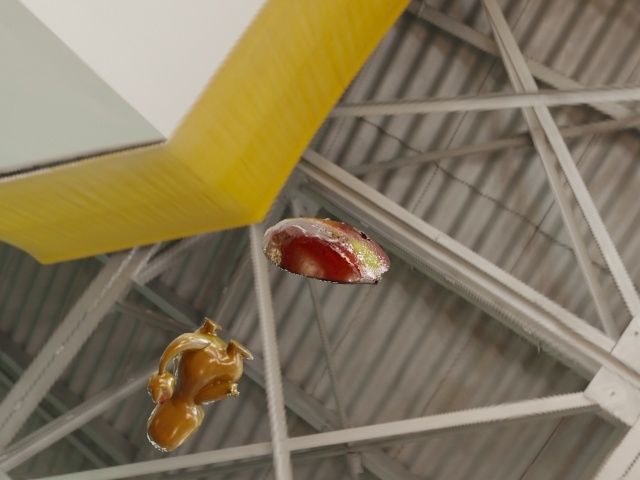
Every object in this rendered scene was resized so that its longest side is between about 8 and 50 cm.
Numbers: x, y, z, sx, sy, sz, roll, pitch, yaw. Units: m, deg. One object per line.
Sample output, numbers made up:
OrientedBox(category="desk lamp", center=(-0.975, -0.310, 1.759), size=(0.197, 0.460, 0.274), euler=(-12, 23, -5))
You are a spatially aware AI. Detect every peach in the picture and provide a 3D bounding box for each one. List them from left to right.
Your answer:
OrientedBox(category="peach", center=(0.001, -0.003, 1.316), size=(0.279, 0.189, 0.068), euler=(27, -66, 48))

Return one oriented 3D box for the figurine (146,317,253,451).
OrientedBox(category="figurine", center=(-0.176, 0.189, 1.048), size=(0.121, 0.122, 0.176), euler=(32, -79, 32))
